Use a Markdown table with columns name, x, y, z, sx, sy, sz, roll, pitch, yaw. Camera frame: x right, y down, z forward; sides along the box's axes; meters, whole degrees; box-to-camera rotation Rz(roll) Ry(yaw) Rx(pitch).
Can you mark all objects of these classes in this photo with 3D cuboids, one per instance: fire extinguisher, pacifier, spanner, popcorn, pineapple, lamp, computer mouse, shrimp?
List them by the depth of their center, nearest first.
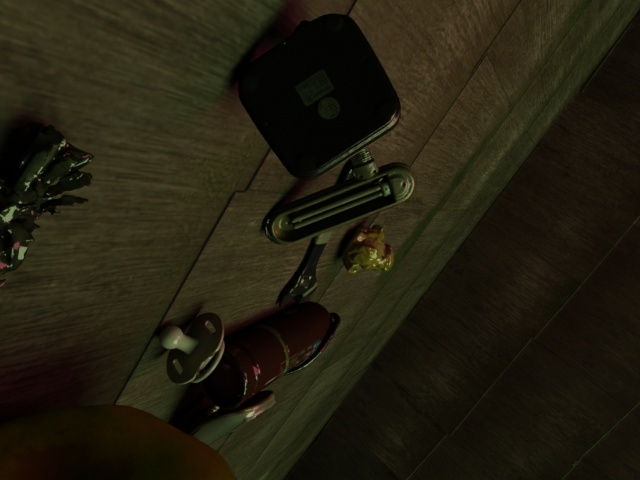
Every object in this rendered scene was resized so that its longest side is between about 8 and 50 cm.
| name | x | y | z | sx | sy | sz | roll | pitch | yaw |
| --- | --- | --- | --- | --- | --- | --- | --- | --- | --- |
| pineapple | -0.202 | -0.001 | 0.297 | 0.159 | 0.074 | 0.074 | -55 | 162 | -14 |
| lamp | -0.013 | -0.087 | 0.535 | 0.203 | 0.124 | 0.283 | -31 | 165 | 6 |
| pacifier | -0.165 | 0.131 | 0.620 | 0.099 | 0.081 | 0.078 | -50 | 133 | -3 |
| spanner | 0.000 | 0.000 | 0.813 | 0.087 | 0.024 | 0.315 | -22 | 147 | -44 |
| computer mouse | -0.156 | 0.296 | 0.818 | 0.199 | 0.044 | 0.102 | -40 | 166 | 31 |
| shrimp | -0.218 | 0.312 | 0.862 | 0.180 | 0.041 | 0.099 | -17 | 141 | -57 |
| fire extinguisher | -0.073 | 0.185 | 0.883 | 0.142 | 0.105 | 0.341 | -20 | 178 | 30 |
| popcorn | 0.087 | 0.022 | 0.961 | 0.097 | 0.089 | 0.109 | -20 | 163 | 25 |

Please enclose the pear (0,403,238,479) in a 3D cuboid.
| name | x | y | z | sx | sy | sz | roll | pitch | yaw |
| --- | --- | --- | --- | --- | --- | --- | --- | --- | --- |
| pear | -0.220 | 0.341 | 0.399 | 0.391 | 0.391 | 0.391 | -43 | 160 | -21 |
